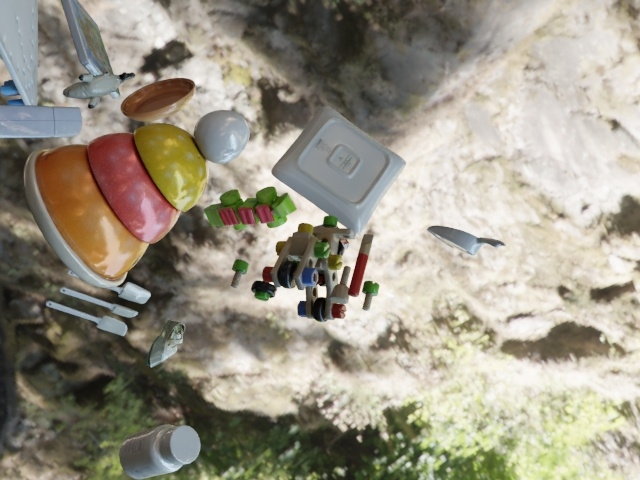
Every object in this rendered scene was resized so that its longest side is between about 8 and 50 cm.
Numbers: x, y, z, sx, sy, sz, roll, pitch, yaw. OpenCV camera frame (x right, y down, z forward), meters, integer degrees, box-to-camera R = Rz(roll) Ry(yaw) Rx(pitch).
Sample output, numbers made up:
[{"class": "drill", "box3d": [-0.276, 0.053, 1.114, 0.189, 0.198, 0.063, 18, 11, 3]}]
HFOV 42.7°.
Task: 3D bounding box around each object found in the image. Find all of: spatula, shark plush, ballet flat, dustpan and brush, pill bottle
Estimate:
[{"class": "spatula", "box3d": [-0.605, 0.163, 2.233, 0.168, 0.242, 0.019, -51, -148, 21]}, {"class": "shark plush", "box3d": [-0.480, -0.348, 1.784, 0.067, 0.073, 0.161, 8, -139, 48]}, {"class": "ballet flat", "box3d": [-0.431, 0.289, 2.322, 0.068, 0.072, 0.213, 6, -156, 4]}, {"class": "dustpan and brush", "box3d": [0.402, 0.002, 2.178, 0.211, 0.147, 0.060, 27, -93, 50]}, {"class": "pill bottle", "box3d": [-0.443, 0.582, 2.273, 0.229, 0.131, 0.131, -24, -154, 39]}]

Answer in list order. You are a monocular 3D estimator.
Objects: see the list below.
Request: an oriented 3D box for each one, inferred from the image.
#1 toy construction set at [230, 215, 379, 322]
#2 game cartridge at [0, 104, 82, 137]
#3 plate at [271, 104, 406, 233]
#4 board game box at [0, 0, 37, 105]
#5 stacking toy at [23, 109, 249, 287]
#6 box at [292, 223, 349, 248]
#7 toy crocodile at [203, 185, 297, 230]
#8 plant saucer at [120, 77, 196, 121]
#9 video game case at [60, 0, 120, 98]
[{"class": "toy construction set", "box3d": [0.012, 0.029, 1.788, 0.308, 0.257, 0.237, -9, -123, 48]}, {"class": "game cartridge", "box3d": [-0.537, -0.184, 1.268, 0.198, 0.062, 0.297, 13, -165, 43]}, {"class": "plate", "box3d": [0.056, -0.196, 2.105, 0.277, 0.278, 0.045, -54, 179, -28]}, {"class": "board game box", "box3d": [-0.580, -0.488, 1.456, 0.050, 0.390, 0.390, -6, -114, -5]}, {"class": "stacking toy", "box3d": [-0.370, -0.141, 1.810, 0.479, 0.351, 0.351, -28, -153, 8]}, {"class": "box", "box3d": [0.000, 0.000, 2.316, 0.137, 0.027, 0.094, -17, -125, -25]}, {"class": "toy crocodile", "box3d": [-0.213, -0.087, 2.451, 0.340, 0.115, 0.105, -3, -152, 32]}, {"class": "plant saucer", "box3d": [-0.410, -0.356, 2.088, 0.200, 0.037, 0.200, -12, -147, 8]}, {"class": "video game case", "box3d": [-0.533, -0.457, 1.892, 0.023, 0.212, 0.193, -21, 163, 2]}]
